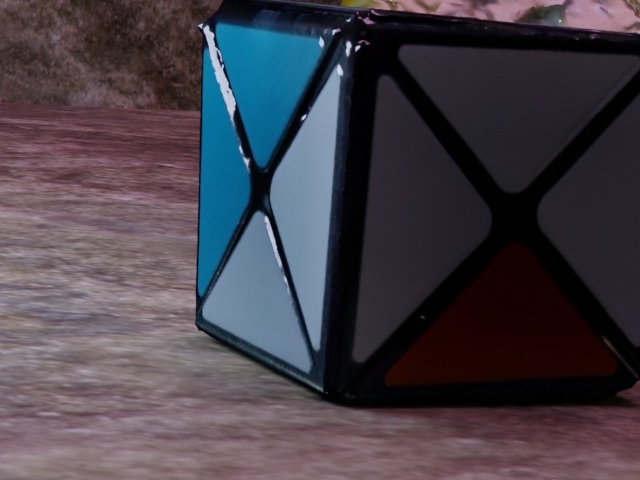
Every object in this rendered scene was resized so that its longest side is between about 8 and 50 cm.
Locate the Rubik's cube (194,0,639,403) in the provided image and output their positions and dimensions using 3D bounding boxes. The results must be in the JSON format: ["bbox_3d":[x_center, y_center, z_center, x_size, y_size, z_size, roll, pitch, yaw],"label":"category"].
[{"bbox_3d":[0.069,-0.032,1.283,0.250,0.248,0.246,1,7,-26],"label":"Rubik's cube"}]

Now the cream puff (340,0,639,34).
[{"bbox_3d":[0.156,-0.088,1.601,0.324,0.257,0.291,16,46,8],"label":"cream puff"}]
